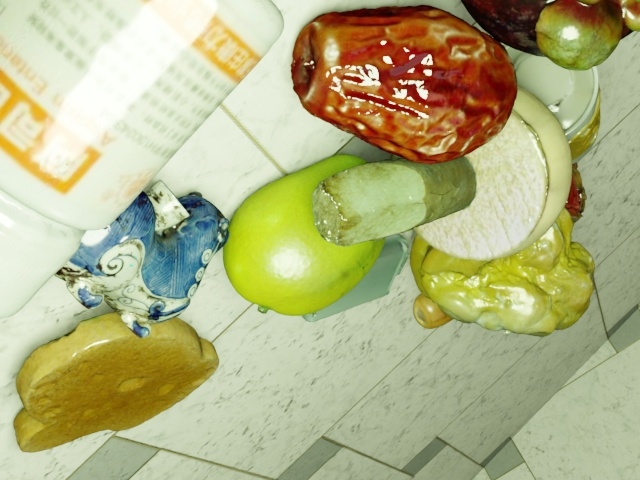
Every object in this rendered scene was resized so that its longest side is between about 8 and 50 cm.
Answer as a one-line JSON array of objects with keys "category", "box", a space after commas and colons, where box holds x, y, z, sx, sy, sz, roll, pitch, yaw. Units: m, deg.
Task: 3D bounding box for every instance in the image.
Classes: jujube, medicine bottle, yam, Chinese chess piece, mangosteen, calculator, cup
[{"category": "jujube", "box": [0.108, -0.196, 1.021, 0.290, 0.197, 0.197, 5, 128, -27]}, {"category": "medicine bottle", "box": [-0.225, -0.126, 0.722, 0.371, 0.211, 0.211, -46, 149, 7]}, {"category": "yam", "box": [0.105, -0.061, 1.088, 0.259, 0.106, 0.106, -19, 143, -47]}, {"category": "Chinese chess piece", "box": [0.232, -0.104, 1.211, 0.112, 0.270, 0.270, -27, 148, -50]}, {"category": "mangosteen", "box": [0.317, -0.354, 0.986, 0.300, 0.300, 0.300, -29, 147, -21]}, {"category": "calculator", "box": [0.059, 0.065, 1.440, 0.246, 0.045, 0.141, -17, 141, -36]}, {"category": "cup", "box": [0.347, -0.188, 1.318, 0.241, 0.185, 0.226, -63, 153, 3]}]

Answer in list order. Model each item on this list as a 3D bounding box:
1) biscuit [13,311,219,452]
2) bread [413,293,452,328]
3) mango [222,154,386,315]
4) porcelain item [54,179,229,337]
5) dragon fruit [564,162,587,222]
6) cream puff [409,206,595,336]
[{"category": "biscuit", "box": [-0.306, 0.202, 1.166, 0.287, 0.057, 0.344, -36, 155, 6]}, {"category": "bread", "box": [0.306, 0.105, 1.745, 0.239, 0.074, 0.093, -31, 142, -20]}, {"category": "mango", "box": [-0.007, -0.006, 1.145, 0.273, 0.185, 0.149, -29, 169, -22]}, {"category": "porcelain item", "box": [-0.213, -0.003, 0.964, 0.186, 0.138, 0.288, -44, 151, -5]}, {"category": "dragon fruit", "box": [0.444, -0.065, 1.618, 0.223, 0.148, 0.218, -41, 150, -2]}, {"category": "cream puff", "box": [0.329, 0.005, 1.445, 0.291, 0.324, 0.257, -58, 158, -62]}]
